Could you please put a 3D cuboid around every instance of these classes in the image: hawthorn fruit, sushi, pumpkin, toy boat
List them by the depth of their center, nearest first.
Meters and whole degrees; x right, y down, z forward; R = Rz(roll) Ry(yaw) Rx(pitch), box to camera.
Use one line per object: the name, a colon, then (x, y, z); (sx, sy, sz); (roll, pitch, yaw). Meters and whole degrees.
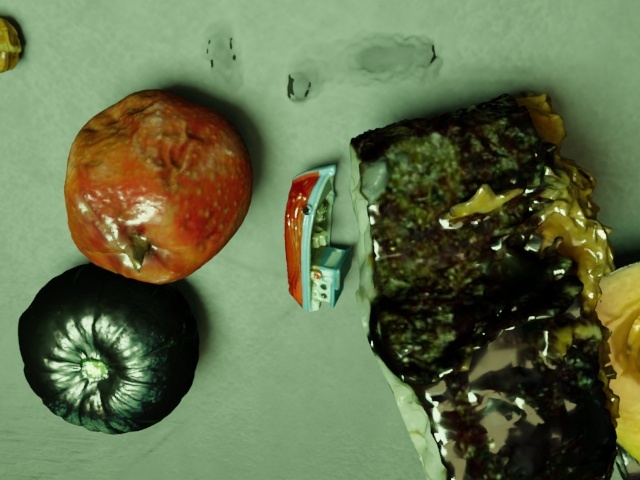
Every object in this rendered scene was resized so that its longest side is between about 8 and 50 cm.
sushi: (0.140, 0.051, 0.461); (0.208, 0.234, 0.348); (-13, 88, 8)
hawthorn fruit: (-0.151, -0.052, 0.509); (0.174, 0.179, 0.173); (16, 123, 27)
toy boat: (0.000, 0.000, 0.581); (0.059, 0.069, 0.172); (10, 122, 17)
pumpkin: (0.321, 0.114, 0.601); (0.149, 0.130, 0.253); (7, 108, 21)
pumpkin: (-0.235, 0.119, 0.635); (0.202, 0.140, 0.201); (0, 104, 1)

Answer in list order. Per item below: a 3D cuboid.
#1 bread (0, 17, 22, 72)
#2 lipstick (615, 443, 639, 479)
bread: (-0.360, -0.188, 0.522); (0.157, 0.044, 0.052); (6, 126, 3)
lipstick: (0.502, 0.229, 0.659); (0.300, 0.081, 0.081); (-17, 117, 16)
